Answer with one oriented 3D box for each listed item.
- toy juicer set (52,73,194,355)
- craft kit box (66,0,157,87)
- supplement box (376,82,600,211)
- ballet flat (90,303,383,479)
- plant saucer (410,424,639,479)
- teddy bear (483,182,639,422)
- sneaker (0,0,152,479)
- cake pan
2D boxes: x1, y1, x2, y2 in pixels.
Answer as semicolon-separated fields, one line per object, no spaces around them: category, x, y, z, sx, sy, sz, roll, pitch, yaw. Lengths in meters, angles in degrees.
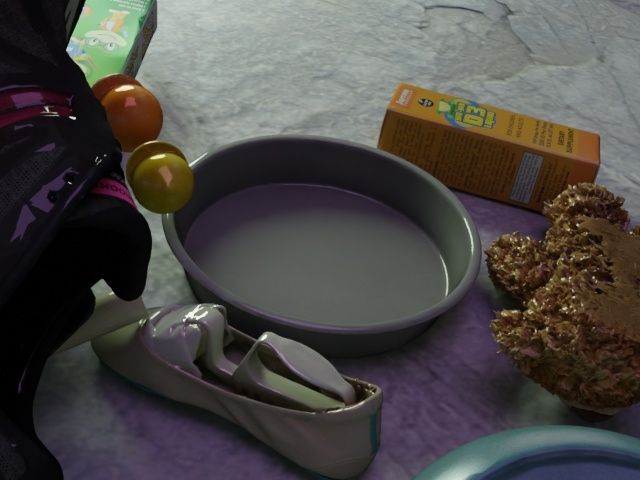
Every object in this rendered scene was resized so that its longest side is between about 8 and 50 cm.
toy juicer set;-0.207;-0.006;0.753;0.209;0.089;0.329;-5;55;0
craft kit box;-0.327;-0.201;0.974;0.250;0.061;0.247;11;52;-2
supplement box;0.181;-0.099;0.992;0.233;0.080;0.078;14;35;8
ballet flat;-0.064;0.092;0.682;0.248;0.086;0.086;23;39;15
plant saucer;0.171;0.242;0.524;0.317;0.044;0.318;3;50;-3
teddy bear;0.260;0.053;0.811;0.245;0.113;0.338;17;30;-3
sneaker;-0.209;-0.040;0.631;0.202;0.185;0.483;4;69;2
cake pan;0.000;0.000;0.838;0.293;0.054;0.293;7;38;-5
